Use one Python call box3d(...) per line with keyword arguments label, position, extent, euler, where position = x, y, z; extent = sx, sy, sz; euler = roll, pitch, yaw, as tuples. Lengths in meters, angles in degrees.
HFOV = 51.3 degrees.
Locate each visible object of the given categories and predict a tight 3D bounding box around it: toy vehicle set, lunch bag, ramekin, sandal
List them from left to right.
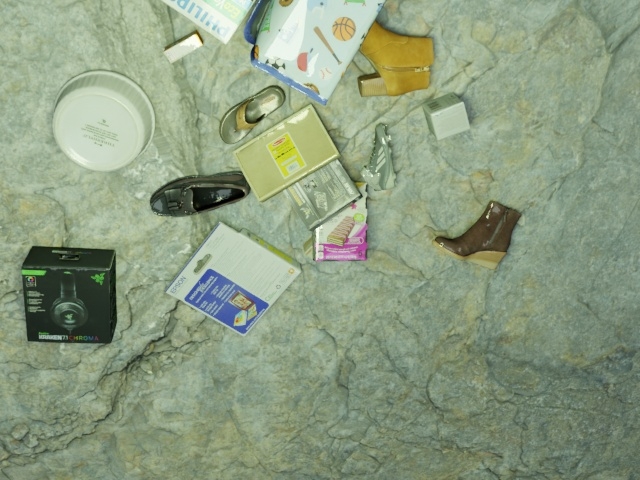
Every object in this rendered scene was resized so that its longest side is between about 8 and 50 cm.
box3d(label="ramekin", position=(-0.583, -0.308, 1.779), extent=(0.273, 0.127, 0.272), euler=(-3, 117, -6))
box3d(label="sandal", position=(-0.190, -0.346, 1.849), extent=(0.219, 0.060, 0.090), euler=(-31, 117, 9))
box3d(label="toy vehicle set", position=(-0.096, -0.242, 1.873), extent=(0.267, 0.035, 0.165), euler=(-29, 82, 11))
box3d(label="lunch bag", position=(-0.018, -0.546, 1.584), extent=(0.239, 0.385, 0.327), euler=(29, 111, -16))

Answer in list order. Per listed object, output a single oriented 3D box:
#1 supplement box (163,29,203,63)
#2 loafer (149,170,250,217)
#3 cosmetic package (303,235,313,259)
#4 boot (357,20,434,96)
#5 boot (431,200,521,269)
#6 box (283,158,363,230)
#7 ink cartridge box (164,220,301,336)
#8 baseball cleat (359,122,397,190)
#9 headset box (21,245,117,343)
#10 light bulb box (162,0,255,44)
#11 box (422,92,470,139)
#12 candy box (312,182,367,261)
box3d(label="supplement box", position=(-0.357, -0.507, 1.742), extent=(0.099, 0.062, 0.036), euler=(-27, 118, 6))
box3d(label="loafer", position=(-0.348, -0.129, 1.920), extent=(0.303, 0.095, 0.109), euler=(-14, 118, 0))
box3d(label="cosmetic package", position=(0.000, 0.000, 2.056), extent=(0.041, 0.060, 0.115), euler=(40, 105, -22))
box3d(label="boot", position=(0.197, -0.532, 1.792), extent=(0.211, 0.104, 0.295), euler=(-13, 123, -7))
box3d(label="boot", position=(0.492, -0.033, 2.108), extent=(0.249, 0.090, 0.206), euler=(18, 102, -15))
box3d(label="box", position=(-0.016, -0.170, 1.902), extent=(0.183, 0.056, 0.231), euler=(-35, 82, 10))
box3d(label="ink cartridge box", position=(-0.271, 0.115, 2.077), extent=(0.307, 0.072, 0.303), euler=(35, 109, -20))
box3d(label="baseball cleat", position=(0.163, -0.236, 1.949), extent=(0.110, 0.072, 0.205), euler=(-12, 115, 6))
box3d(label="headset box", position=(-0.743, 0.155, 1.995), extent=(0.247, 0.131, 0.282), euler=(4, 116, -10))
box3d(label="light bulb box", position=(-0.267, -0.716, 1.547), extent=(0.358, 0.225, 0.361), euler=(31, 109, -17))
box3d(label="box", position=(0.356, -0.353, 1.895), extent=(0.102, 0.101, 0.087), euler=(-20, 119, 3))
box3d(label="candy box", position=(0.057, -0.055, 1.976), extent=(0.159, 0.071, 0.233), euler=(-1, 90, -8))
